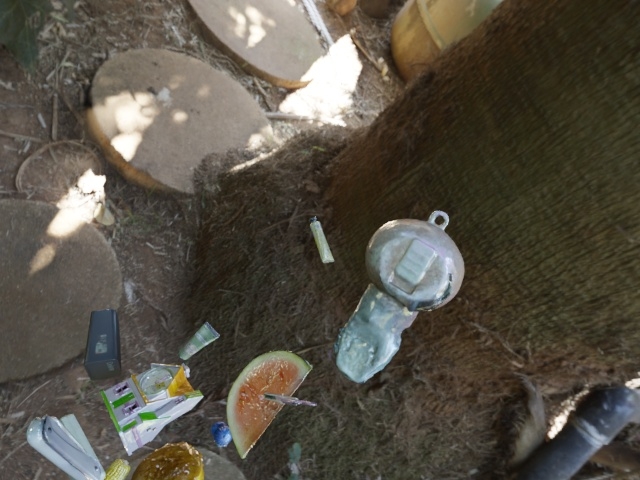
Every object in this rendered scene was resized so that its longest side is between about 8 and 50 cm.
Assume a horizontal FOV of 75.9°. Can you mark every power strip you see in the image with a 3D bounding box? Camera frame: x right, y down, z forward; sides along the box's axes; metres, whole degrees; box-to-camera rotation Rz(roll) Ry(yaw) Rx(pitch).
[{"bbox_3d":[-0.767,0.681,1.296,0.270,0.118,0.046,43,20,24],"label":"power strip"}]

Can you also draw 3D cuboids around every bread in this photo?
[{"bbox_3d":[-0.562,0.877,1.520,0.268,0.268,0.146,-37,130,-43],"label":"bread"}]

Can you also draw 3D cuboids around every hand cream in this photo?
[{"bbox_3d":[-0.560,0.461,1.847,0.086,0.235,0.055,48,18,-7],"label":"hand cream"},{"bbox_3d":[0.000,0.000,0.874,0.035,0.022,0.102,-9,75,-49],"label":"hand cream"}]

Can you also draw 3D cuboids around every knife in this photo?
[{"bbox_3d":[-0.571,0.479,0.932,0.040,0.266,0.073,-15,38,-7],"label":"knife"}]

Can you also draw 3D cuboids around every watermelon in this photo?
[{"bbox_3d":[-0.147,0.432,1.159,0.159,0.304,0.128,36,-4,30],"label":"watermelon"}]

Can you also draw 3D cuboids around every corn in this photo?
[{"bbox_3d":[-0.756,0.865,1.435,0.072,0.072,0.203,45,64,-12],"label":"corn"}]

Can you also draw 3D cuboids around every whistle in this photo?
[{"bbox_3d":[0.139,0.101,0.764,0.189,0.189,0.348,26,97,-27],"label":"whistle"}]

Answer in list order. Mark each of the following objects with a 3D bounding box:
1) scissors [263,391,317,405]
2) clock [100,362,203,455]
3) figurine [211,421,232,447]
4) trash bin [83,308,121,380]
[{"bbox_3d":[-0.087,0.382,0.986,0.085,0.176,0.022,21,67,-35],"label":"scissors"},{"bbox_3d":[-0.614,0.579,1.523,0.309,0.166,0.235,-24,40,-33],"label":"clock"},{"bbox_3d":[-0.400,0.796,1.657,0.086,0.149,0.087,4,43,-13],"label":"figurine"},{"bbox_3d":[-0.857,0.411,1.634,0.114,0.165,0.226,-3,51,-19],"label":"trash bin"}]
